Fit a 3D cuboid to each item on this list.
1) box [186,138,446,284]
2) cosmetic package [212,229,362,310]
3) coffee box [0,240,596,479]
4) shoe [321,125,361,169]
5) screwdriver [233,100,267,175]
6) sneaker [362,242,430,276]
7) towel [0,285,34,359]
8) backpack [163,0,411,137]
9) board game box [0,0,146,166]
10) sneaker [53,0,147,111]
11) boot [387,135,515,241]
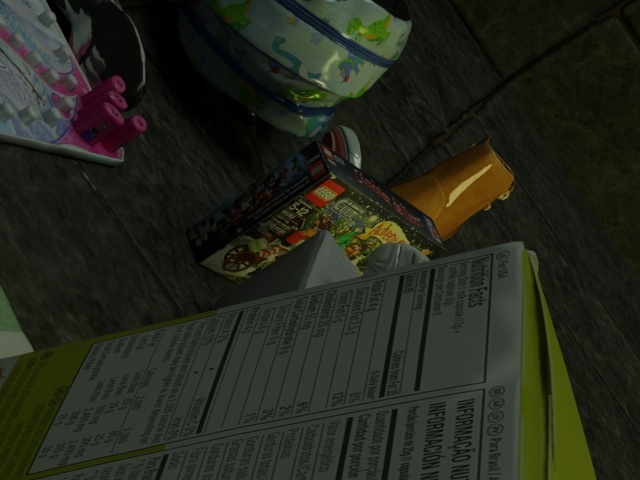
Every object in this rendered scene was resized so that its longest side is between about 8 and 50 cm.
[{"bbox_3d":[0.000,0.000,1.772,0.233,0.159,0.044,31,31,-53],"label":"box"},{"bbox_3d":[0.005,0.145,1.564,0.224,0.138,0.225,53,19,-11],"label":"cosmetic package"},{"bbox_3d":[-0.015,0.247,0.855,0.338,0.334,0.338,-75,149,-65],"label":"coffee box"},{"bbox_3d":[-0.007,-0.051,1.912,0.081,0.063,0.178,14,60,-20],"label":"shoe"},{"bbox_3d":[-0.073,-0.116,1.998,0.170,0.024,0.025,-109,-174,-48],"label":"screwdriver"},{"bbox_3d":[0.103,0.103,1.557,0.232,0.090,0.115,63,10,-8],"label":"sneaker"},{"bbox_3d":[-0.207,0.163,1.152,0.325,0.038,0.248,59,17,13],"label":"towel"},{"bbox_3d":[-0.029,-0.257,2.007,0.290,0.273,0.355,40,-5,-15],"label":"backpack"},{"bbox_3d":[-0.331,-0.258,1.534,0.390,0.050,0.390,61,18,16],"label":"board game box"},{"bbox_3d":[-0.206,-0.202,1.741,0.178,0.072,0.077,69,10,18],"label":"sneaker"},{"bbox_3d":[0.105,-0.045,2.040,0.104,0.211,0.295,59,18,10],"label":"boot"}]
